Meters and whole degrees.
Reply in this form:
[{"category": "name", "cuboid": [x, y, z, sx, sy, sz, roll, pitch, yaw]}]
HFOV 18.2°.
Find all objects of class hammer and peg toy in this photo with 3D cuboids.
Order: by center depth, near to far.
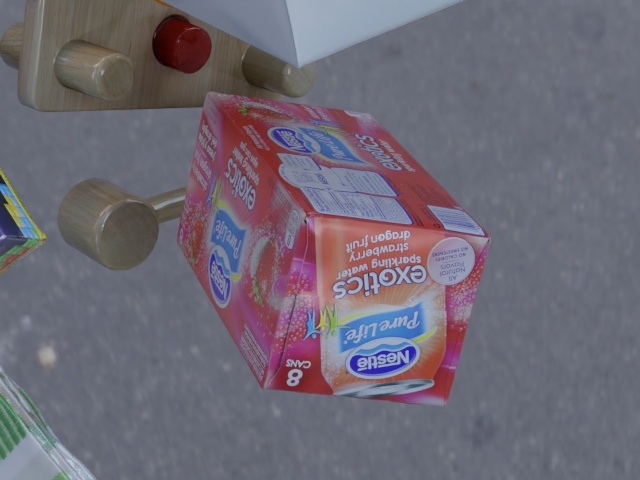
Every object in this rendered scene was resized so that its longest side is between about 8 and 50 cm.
[{"category": "hammer and peg toy", "cuboid": [-0.111, -0.172, 1.507, 0.266, 0.361, 0.127, -7, 20, -44]}]

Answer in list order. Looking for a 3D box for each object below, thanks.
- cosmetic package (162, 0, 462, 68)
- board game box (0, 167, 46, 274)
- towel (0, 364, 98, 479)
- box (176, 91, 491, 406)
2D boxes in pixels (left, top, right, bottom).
[{"category": "cosmetic package", "cuboid": [0.005, -0.235, 1.201, 0.284, 0.097, 0.377, -22, 29, -23]}, {"category": "board game box", "cuboid": [-0.226, -0.011, 0.853, 0.170, 0.048, 0.141, -35, 79, 11]}, {"category": "towel", "cuboid": [-0.296, 0.166, 1.436, 0.248, 0.038, 0.325, -43, 84, 22]}, {"category": "box", "cuboid": [0.000, 0.000, 1.320, 0.128, 0.122, 0.257, 7, 19, -20]}]
